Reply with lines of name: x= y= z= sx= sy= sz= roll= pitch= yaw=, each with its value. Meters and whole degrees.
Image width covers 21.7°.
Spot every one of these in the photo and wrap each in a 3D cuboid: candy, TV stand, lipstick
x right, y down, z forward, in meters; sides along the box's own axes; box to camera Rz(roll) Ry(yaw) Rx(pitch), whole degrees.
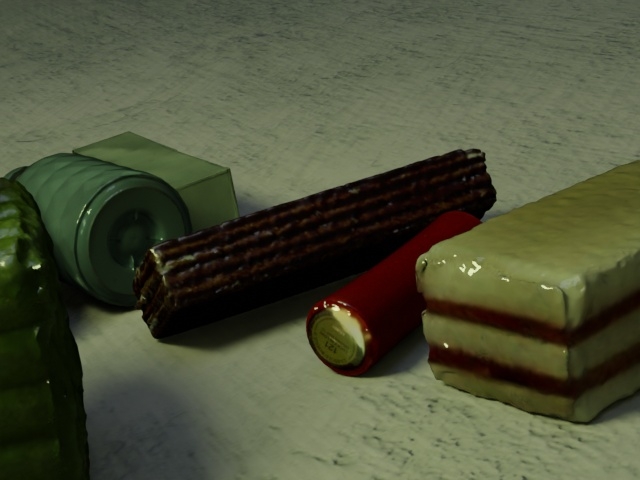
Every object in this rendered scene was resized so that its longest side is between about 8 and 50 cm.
candy: x=0.260 y=0.031 z=1.473 sx=0.320 sy=0.135 sz=0.179 roll=-23 pitch=26 yaw=-32
TV stand: x=-0.201 y=-0.062 z=2.011 sx=0.088 sy=0.083 sz=0.269 roll=-22 pitch=24 yaw=-26
lipstick: x=0.081 y=0.047 z=1.591 sx=0.080 sy=0.080 sz=0.241 roll=5 pitch=25 yaw=34

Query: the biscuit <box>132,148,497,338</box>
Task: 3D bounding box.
biscuit: x=0.000 y=0.000 z=1.699 sx=0.388 sy=0.073 sz=0.107 roll=-19 pitch=-15 yaw=-23

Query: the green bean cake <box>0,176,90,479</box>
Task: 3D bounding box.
green bean cake: x=-0.278 y=0.096 z=1.368 sx=0.156 sy=0.250 sz=0.247 roll=-14 pitch=19 yaw=-9

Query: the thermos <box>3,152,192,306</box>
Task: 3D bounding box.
thermos: x=-0.279 y=-0.011 z=1.845 sx=0.182 sy=0.145 sz=0.286 roll=-52 pitch=33 yaw=-17
